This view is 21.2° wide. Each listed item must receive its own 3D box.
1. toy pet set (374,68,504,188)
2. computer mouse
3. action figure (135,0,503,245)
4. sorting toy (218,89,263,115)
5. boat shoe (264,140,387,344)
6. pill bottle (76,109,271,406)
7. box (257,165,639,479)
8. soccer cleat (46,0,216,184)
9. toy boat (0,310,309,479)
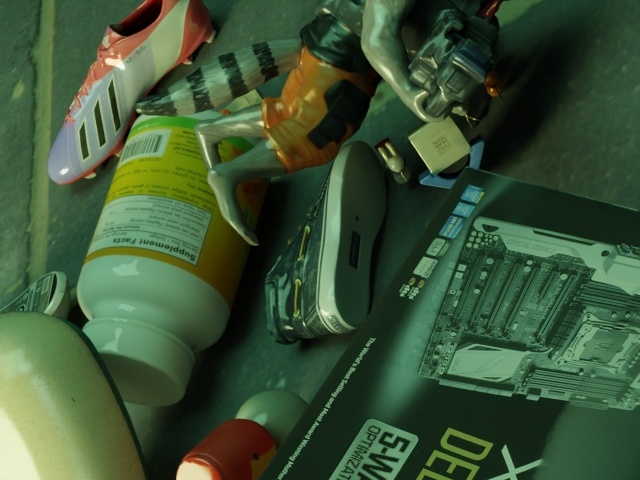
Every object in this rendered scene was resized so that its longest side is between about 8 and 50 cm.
[{"bbox_3d":[0.113,-0.080,1.418,0.122,0.065,0.114,-34,7,6],"label":"toy pet set"},{"bbox_3d":[-0.304,0.098,1.701,0.193,0.042,0.106,-32,35,32],"label":"computer mouse"},{"bbox_3d":[0.030,-0.150,1.321,0.330,0.178,0.341,-43,4,4],"label":"action figure"},{"bbox_3d":[-0.086,-0.129,1.688,0.062,0.012,0.083,-44,37,9],"label":"sorting toy"},{"bbox_3d":[0.000,0.000,1.442,0.083,0.065,0.183,-16,49,35],"label":"boat shoe"},{"bbox_3d":[-0.135,0.016,1.512,0.136,0.136,0.246,-12,51,40],"label":"pill bottle"},{"bbox_3d":[0.130,0.111,1.113,0.242,0.076,0.307,17,61,36],"label":"box"},{"bbox_3d":[-0.215,-0.169,1.789,0.248,0.095,0.083,-48,37,3],"label":"soccer cleat"},{"bbox_3d":[-0.162,0.176,1.377,0.318,0.268,0.148,-7,11,30],"label":"toy boat"}]
